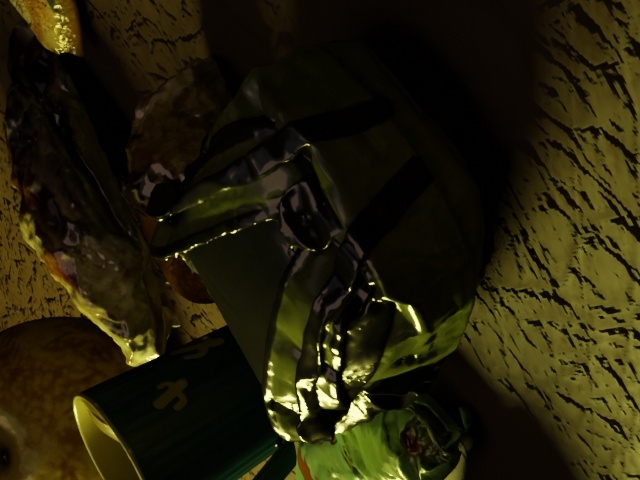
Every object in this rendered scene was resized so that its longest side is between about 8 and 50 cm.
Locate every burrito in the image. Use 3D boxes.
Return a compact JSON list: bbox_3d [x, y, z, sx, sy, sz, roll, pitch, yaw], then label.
[{"bbox_3d":[0.030,0.136,1.182,0.104,0.054,0.288,62,160,2],"label":"burrito"}]

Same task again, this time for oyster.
[{"bbox_3d":[-0.218,-0.043,1.436,0.275,0.100,0.271,66,175,-21],"label":"oyster"},{"bbox_3d":[-0.060,-0.007,1.147,0.161,0.107,0.232,-12,109,59],"label":"oyster"}]

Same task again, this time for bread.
[{"bbox_3d":[-0.109,-0.004,1.325,0.126,0.044,0.129,-3,111,65],"label":"bread"}]

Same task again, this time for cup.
[{"bbox_3d":[-0.089,0.155,1.325,0.176,0.155,0.131,39,150,40],"label":"cup"}]

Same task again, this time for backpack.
[{"bbox_3d":[0.000,0.000,0.956,0.207,0.140,0.253,55,157,11],"label":"backpack"}]

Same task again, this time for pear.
[{"bbox_3d":[-0.252,0.209,1.609,0.281,0.281,0.280,47,155,31],"label":"pear"}]

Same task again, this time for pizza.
[{"bbox_3d":[-0.229,-0.221,1.329,0.099,0.036,0.160,29,141,53],"label":"pizza"}]
